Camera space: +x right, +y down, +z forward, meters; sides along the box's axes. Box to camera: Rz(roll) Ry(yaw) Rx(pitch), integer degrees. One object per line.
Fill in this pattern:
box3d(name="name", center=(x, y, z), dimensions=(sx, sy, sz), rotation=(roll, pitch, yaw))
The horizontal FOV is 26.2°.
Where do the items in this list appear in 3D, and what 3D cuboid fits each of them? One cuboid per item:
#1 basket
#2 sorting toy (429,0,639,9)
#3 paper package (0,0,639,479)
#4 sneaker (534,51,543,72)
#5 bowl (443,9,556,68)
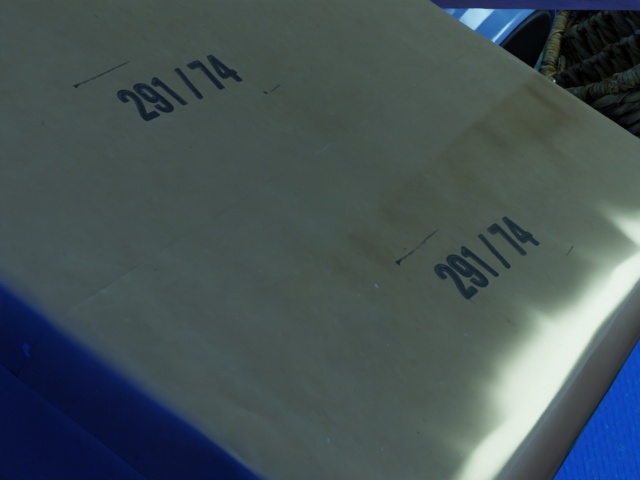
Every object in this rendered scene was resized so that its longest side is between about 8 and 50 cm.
box3d(name="basket", center=(0.363, -0.214, 1.423), dimensions=(0.299, 0.223, 0.213), rotation=(-27, 180, 43))
box3d(name="sorting toy", center=(0.206, -0.252, 1.010), dimensions=(0.255, 0.257, 0.089), rotation=(-48, 137, -52))
box3d(name="paper package", center=(-0.041, 0.017, 0.562), dimensions=(0.325, 0.309, 0.168), rotation=(-41, 163, -52))
box3d(name="sneaker", center=(0.343, -0.223, 1.696), dimensions=(0.151, 0.256, 0.094), rotation=(-51, 129, -21))
box3d(name="bowl", center=(0.107, -0.108, 1.398), dimensions=(0.391, 0.077, 0.391), rotation=(-51, 169, -14))
